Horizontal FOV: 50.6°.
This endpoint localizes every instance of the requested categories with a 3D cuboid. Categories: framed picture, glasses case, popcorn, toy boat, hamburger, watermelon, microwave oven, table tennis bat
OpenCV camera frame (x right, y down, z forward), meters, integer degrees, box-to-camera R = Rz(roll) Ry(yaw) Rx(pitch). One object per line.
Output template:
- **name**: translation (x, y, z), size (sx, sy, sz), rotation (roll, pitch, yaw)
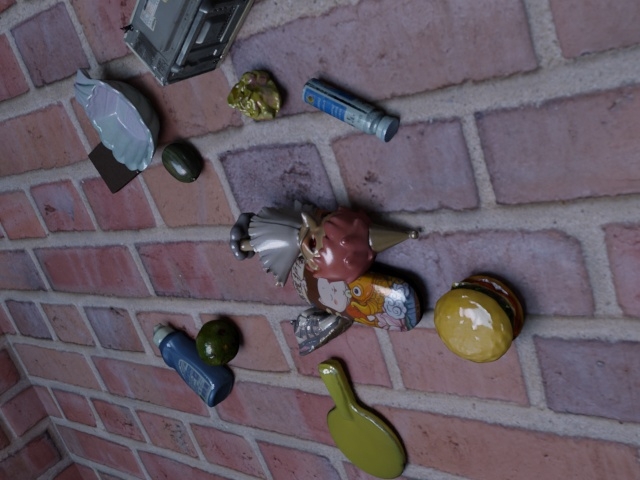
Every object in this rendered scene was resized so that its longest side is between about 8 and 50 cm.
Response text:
- **framed picture**: translation (-0.554, -0.210, 1.825), size (0.168, 0.023, 0.127), rotation (-25, 99, 47)
- **glasses case**: translation (0.071, 0.106, 1.436), size (0.321, 0.082, 0.122), rotation (13, 126, 36)
- **popcorn**: translation (-0.127, -0.283, 1.358), size (0.109, 0.089, 0.097), rotation (37, 146, 13)
- **toy boat**: translation (-0.478, -0.302, 1.642), size (0.290, 0.100, 0.199), rotation (43, 136, 10)
- **hamburger**: translation (0.288, 0.144, 1.243), size (0.162, 0.115, 0.162), rotation (20, 126, 31)
- **watermelon**: translation (-0.327, -0.182, 1.605), size (0.110, 0.078, 0.078), rotation (46, 137, 7)
- **microwave oven**: translation (-0.246, -0.434, 1.285), size (0.145, 0.194, 0.240), rotation (47, 135, 5)
- **table tennis bat**: translation (0.086, 0.446, 1.675), size (0.224, 0.054, 0.368), rotation (-7, 116, 45)

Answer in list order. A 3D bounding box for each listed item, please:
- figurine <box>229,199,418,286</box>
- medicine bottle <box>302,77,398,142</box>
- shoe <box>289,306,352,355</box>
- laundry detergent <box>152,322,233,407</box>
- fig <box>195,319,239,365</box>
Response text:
- **figurine**: translation (0.000, 0.000, 1.356), size (0.387, 0.207, 0.166), rotation (3, 138, 29)
- **medicine bottle**: translation (0.052, -0.241, 1.248), size (0.191, 0.051, 0.051), rotation (32, 134, 22)
- **shoe**: translation (-0.004, 0.194, 1.565), size (0.180, 0.089, 0.092), rotation (-43, 73, 45)
- **laundry detergent**: translation (-0.387, 0.358, 2.008), size (0.290, 0.094, 0.143), rotation (40, 142, 19)
- **fig**: translation (-0.293, 0.273, 1.846), size (0.156, 0.123, 0.123), rotation (7, 121, 52)
